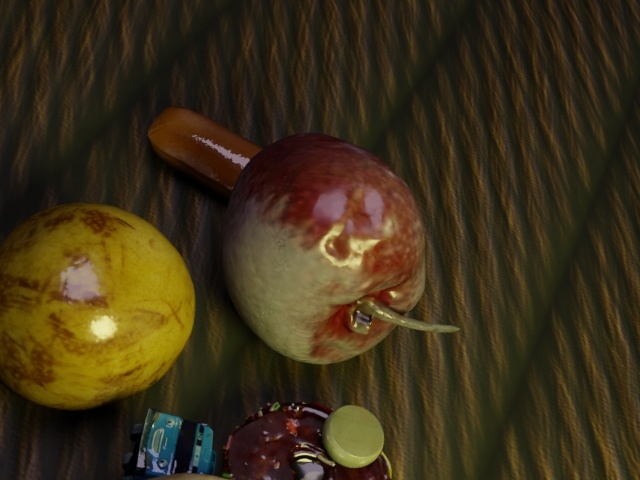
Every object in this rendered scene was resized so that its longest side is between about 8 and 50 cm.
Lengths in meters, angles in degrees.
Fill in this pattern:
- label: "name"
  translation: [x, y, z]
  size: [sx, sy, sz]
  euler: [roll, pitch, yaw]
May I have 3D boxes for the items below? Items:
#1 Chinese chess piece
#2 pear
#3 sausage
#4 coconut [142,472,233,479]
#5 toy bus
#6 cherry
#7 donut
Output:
- label: "Chinese chess piece"
  translation: [0.042, 0.258, 1.298]
  size: [0.084, 0.034, 0.084]
  euler: [12, 49, -14]
- label: "pear"
  translation: [-0.302, 0.086, 1.287]
  size: [0.281, 0.280, 0.280]
  euler: [9, 51, -11]
- label: "sausage"
  translation: [-0.155, -0.127, 1.611]
  size: [0.274, 0.105, 0.105]
  euler: [30, 50, 6]
- label: "coconut"
  translation: [-0.164, 0.396, 1.031]
  size: [0.297, 0.297, 0.254]
  euler: [25, 12, 2]
- label: "toy bus"
  translation: [-0.193, 0.289, 1.209]
  size: [0.106, 0.184, 0.090]
  euler: [16, 50, -9]
- label: "cherry"
  translation: [-0.002, 0.011, 1.424]
  size: [0.292, 0.326, 0.335]
  euler: [-8, 22, -25]
- label: "donut"
  translation: [-0.022, 0.324, 1.300]
  size: [0.235, 0.089, 0.235]
  euler: [9, 51, -11]
